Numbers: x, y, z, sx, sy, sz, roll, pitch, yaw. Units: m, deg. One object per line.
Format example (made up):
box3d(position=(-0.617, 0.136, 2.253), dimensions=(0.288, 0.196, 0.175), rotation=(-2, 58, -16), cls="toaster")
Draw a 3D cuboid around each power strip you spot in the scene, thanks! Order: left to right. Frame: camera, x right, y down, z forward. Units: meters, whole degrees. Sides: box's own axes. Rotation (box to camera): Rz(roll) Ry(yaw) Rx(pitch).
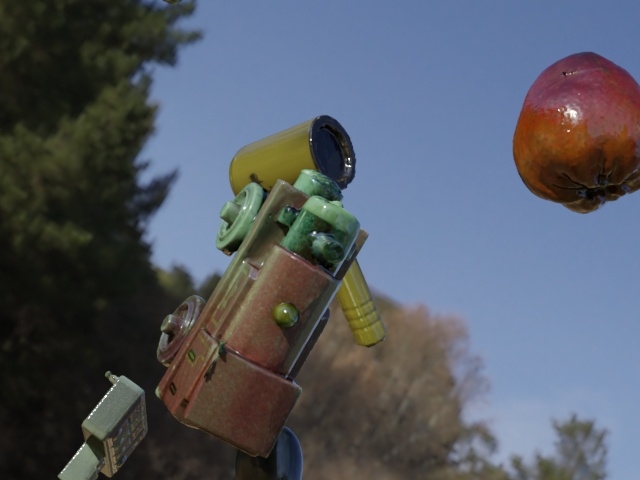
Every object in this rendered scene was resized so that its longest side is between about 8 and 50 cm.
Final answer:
box3d(position=(-0.293, 0.268, 2.080), dimensions=(0.061, 0.145, 0.215), rotation=(33, -21, 9), cls="power strip")

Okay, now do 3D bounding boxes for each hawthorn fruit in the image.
box3d(position=(0.389, -0.172, 2.321), dimensions=(0.224, 0.260, 0.224), rotation=(-3, -32, -2), cls="hawthorn fruit")

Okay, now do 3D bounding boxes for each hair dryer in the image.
box3d(position=(0.000, 0.000, 1.873), dimensions=(0.135, 0.090, 0.278), rotation=(-19, -83, 33), cls="hair dryer")

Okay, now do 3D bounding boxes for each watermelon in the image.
box3d(position=(-0.059, 0.262, 1.791), dimensions=(0.078, 0.110, 0.078), rotation=(0, -22, 0), cls="watermelon")

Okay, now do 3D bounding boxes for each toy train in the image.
box3d(position=(-0.056, 0.070, 1.618), dimensions=(0.150, 0.304, 0.221), rotation=(29, 0, -17), cls="toy train")

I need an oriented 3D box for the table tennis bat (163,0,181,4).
box3d(position=(-0.144, -0.384, 2.047), dimensions=(0.033, 0.201, 0.124), rotation=(42, -23, -15), cls="table tennis bat")
